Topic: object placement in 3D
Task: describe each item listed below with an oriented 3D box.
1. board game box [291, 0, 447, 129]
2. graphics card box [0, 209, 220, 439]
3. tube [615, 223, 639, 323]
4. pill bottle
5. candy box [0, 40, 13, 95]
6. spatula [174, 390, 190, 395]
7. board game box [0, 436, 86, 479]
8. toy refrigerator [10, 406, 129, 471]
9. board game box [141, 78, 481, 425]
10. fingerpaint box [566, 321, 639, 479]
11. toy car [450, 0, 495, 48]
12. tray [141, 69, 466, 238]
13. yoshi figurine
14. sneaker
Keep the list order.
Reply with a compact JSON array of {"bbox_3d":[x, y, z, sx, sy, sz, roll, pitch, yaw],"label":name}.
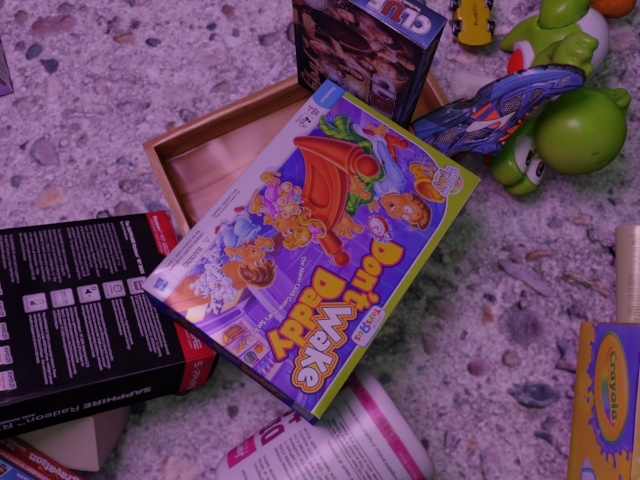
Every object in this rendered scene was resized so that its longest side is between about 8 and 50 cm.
[{"bbox_3d":[0.046,-0.217,0.672,0.165,0.243,0.042,34,79,8],"label":"board game box"},{"bbox_3d":[-0.331,0.095,0.652,0.371,0.094,0.232,-9,56,-30],"label":"graphics card box"},{"bbox_3d":[0.436,0.098,0.770,0.070,0.062,0.240,-7,79,44],"label":"tube"},{"bbox_3d":[-0.022,0.289,0.675,0.283,0.160,0.160,-34,79,-7],"label":"pill bottle"},{"bbox_3d":[-0.581,-0.297,0.860,0.165,0.070,0.196,-19,77,-4],"label":"candy box"},{"bbox_3d":[-0.314,0.157,0.774,0.297,0.030,0.084,16,76,4],"label":"spatula"},{"bbox_3d":[-0.412,0.274,0.673,0.281,0.027,0.145,38,111,-11],"label":"board game box"},{"bbox_3d":[-0.391,0.204,0.712,0.270,0.102,0.094,5,113,3],"label":"toy refrigerator"},{"bbox_3d":[0.000,0.000,0.675,0.233,0.078,0.347,35,68,7],"label":"board game box"},{"bbox_3d":[0.488,0.335,0.644,0.371,0.163,0.444,7,84,2],"label":"fingerpaint box"},{"bbox_3d":[0.213,-0.424,0.889,0.225,0.053,0.239,33,79,8],"label":"toy car"},{"bbox_3d":[-0.019,-0.127,0.815,0.411,0.076,0.202,-26,79,-4],"label":"tray"},{"bbox_3d":[0.357,-0.226,0.775,0.204,0.203,0.362,22,81,-1],"label":"yoshi figurine"},{"bbox_3d":[0.221,-0.153,0.712,0.221,0.083,0.087,-21,98,36],"label":"sneaker"}]
